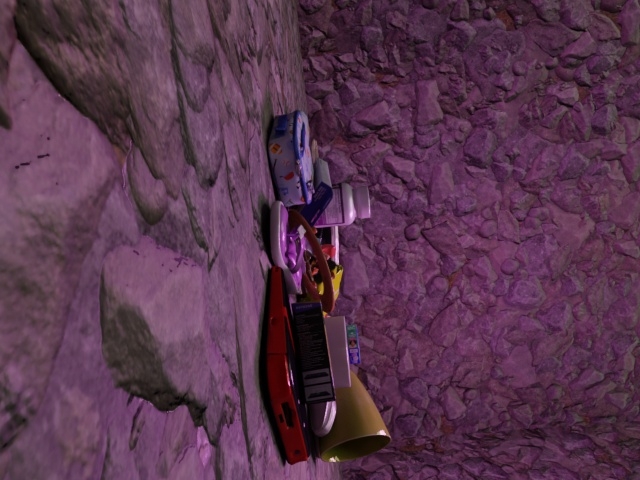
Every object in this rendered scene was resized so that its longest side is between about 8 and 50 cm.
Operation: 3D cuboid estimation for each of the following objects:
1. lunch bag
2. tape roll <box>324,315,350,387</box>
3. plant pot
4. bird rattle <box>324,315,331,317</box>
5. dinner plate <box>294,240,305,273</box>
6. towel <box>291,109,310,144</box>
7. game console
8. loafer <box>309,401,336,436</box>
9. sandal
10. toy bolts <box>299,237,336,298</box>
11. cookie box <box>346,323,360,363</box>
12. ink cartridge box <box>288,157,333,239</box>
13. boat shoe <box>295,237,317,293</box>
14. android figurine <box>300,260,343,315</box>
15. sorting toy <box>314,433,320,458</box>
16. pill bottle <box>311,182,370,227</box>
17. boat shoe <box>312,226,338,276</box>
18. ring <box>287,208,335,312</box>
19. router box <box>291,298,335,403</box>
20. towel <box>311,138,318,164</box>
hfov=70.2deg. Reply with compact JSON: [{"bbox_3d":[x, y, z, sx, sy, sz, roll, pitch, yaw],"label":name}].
[{"bbox_3d":[-0.088,-0.258,1.404,0.303,0.114,0.243,-93,174,-56],"label":"lunch bag"},{"bbox_3d":[0.013,0.395,1.612,0.246,0.169,0.246,-5,90,-87],"label":"tape roll"},{"bbox_3d":[0.100,0.671,1.792,0.275,0.274,0.294,81,-6,-51],"label":"plant pot"},{"bbox_3d":[0.016,0.404,1.995,0.207,0.143,0.254,23,50,-67],"label":"bird rattle"},{"bbox_3d":[-0.084,0.045,1.473,0.141,0.017,0.141,55,-22,36],"label":"dinner plate"},{"bbox_3d":[-0.076,-0.314,1.957,0.375,0.090,0.321,80,5,-55],"label":"towel"},{"bbox_3d":[-0.084,0.307,1.110,0.342,0.060,0.387,-101,-176,-51],"label":"game console"},{"bbox_3d":[-0.008,0.570,1.717,0.111,0.112,0.320,40,30,-30],"label":"loafer"},{"bbox_3d":[-0.070,0.020,1.260,0.416,0.102,0.170,83,2,-64],"label":"sandal"},{"bbox_3d":[-0.052,0.088,1.771,0.218,0.158,0.229,-41,152,-35],"label":"toy bolts"},{"bbox_3d":[0.118,0.373,1.642,0.107,0.040,0.092,-93,176,-50],"label":"cookie box"},{"bbox_3d":[-0.039,-0.137,1.546,0.223,0.045,0.224,-54,-154,29],"label":"ink cartridge box"},{"bbox_3d":[-0.054,0.061,1.614,0.095,0.095,0.258,74,11,-75],"label":"boat shoe"},{"bbox_3d":[0.008,0.203,1.743,0.248,0.056,0.273,-46,155,-34],"label":"android figurine"},{"bbox_3d":[-0.012,0.708,1.905,0.229,0.041,0.308,-52,137,-79],"label":"sorting toy"},{"bbox_3d":[0.040,-0.138,1.790,0.169,0.301,0.169,-5,90,-87],"label":"pill bottle"},{"bbox_3d":[0.000,0.000,2.105,0.187,0.155,0.501,-125,-146,-84],"label":"boat shoe"},{"bbox_3d":[-0.028,0.061,1.397,0.337,0.032,0.337,58,-19,34],"label":"ring"},{"bbox_3d":[-0.016,0.315,1.237,0.309,0.080,0.243,87,-6,-70],"label":"router box"},{"bbox_3d":[-0.022,-0.368,2.003,0.110,0.027,0.148,-69,154,-85],"label":"towel"}]
